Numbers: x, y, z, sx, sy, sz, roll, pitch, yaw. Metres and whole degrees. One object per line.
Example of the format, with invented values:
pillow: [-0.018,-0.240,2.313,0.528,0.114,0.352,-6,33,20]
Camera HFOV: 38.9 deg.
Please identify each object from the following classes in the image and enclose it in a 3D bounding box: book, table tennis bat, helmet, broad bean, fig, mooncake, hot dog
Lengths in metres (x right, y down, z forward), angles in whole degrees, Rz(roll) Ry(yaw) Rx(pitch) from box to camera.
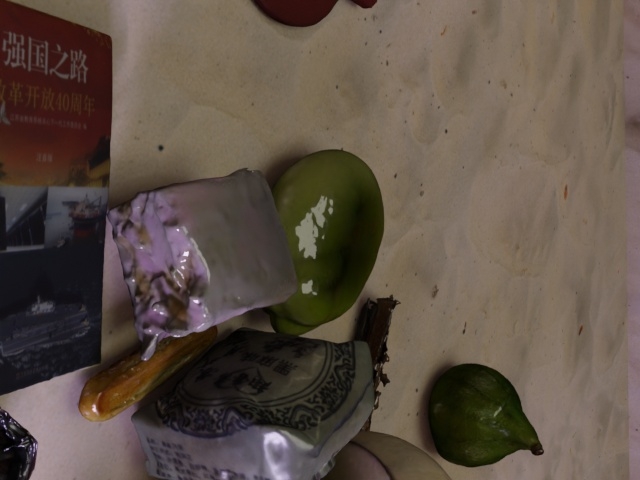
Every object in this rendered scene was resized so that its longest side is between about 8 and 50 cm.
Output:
book: [-0.287,-0.037,0.893,0.262,0.028,0.374,-8,102,-72]
table tennis bat: [-0.013,-0.394,1.283,0.310,0.038,0.200,10,87,-54]
helmet: [-0.341,0.209,0.878,0.123,0.070,0.098,49,50,-38]
broad bean: [0.000,0.000,1.287,0.291,0.119,0.238,-58,137,-34]
fig: [0.326,0.336,1.695,0.203,0.235,0.203,-7,99,-49]
mooncake: [-0.070,0.195,1.102,0.250,0.254,0.136,-35,120,-51]
hot dog: [-0.206,0.149,1.080,0.216,0.047,0.066,-35,137,-47]

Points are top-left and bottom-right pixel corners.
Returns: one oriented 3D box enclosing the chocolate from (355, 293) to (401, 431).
chocolate: [0.067,0.248,1.469,0.102,0.065,0.329,47,56,-69]

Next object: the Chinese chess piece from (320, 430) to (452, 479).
Chinese chess piece: [0.051,0.430,1.232,0.140,0.338,0.338,20,78,-41]

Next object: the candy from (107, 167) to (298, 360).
candy: [-0.134,0.022,1.057,0.195,0.137,0.185,-15,89,-52]
